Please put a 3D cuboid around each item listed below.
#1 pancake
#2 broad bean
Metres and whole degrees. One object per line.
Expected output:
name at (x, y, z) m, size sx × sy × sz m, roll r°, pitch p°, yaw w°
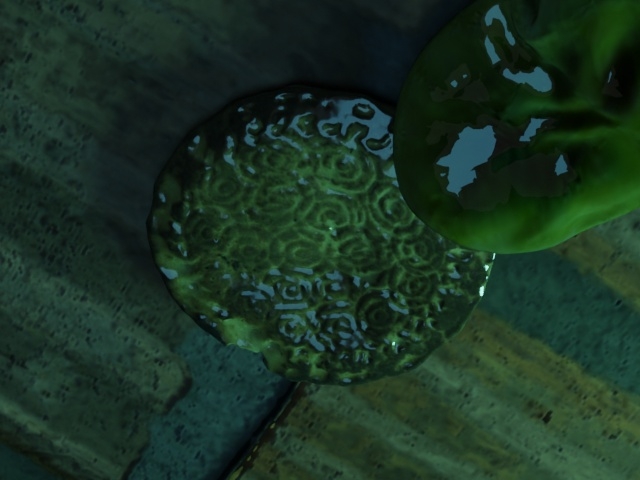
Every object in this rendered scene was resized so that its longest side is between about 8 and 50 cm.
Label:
pancake at (0.000, 0.001, 0.973) m, size 0.199 × 0.021 × 0.199 m, roll 6°, pitch 120°, yaw 10°
broad bean at (0.130, -0.075, 0.876) m, size 0.153 × 0.072 × 0.206 m, roll 33°, pitch 128°, yaw -7°
